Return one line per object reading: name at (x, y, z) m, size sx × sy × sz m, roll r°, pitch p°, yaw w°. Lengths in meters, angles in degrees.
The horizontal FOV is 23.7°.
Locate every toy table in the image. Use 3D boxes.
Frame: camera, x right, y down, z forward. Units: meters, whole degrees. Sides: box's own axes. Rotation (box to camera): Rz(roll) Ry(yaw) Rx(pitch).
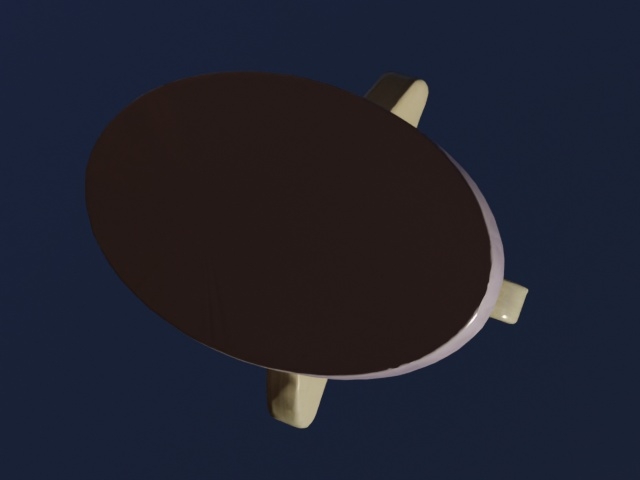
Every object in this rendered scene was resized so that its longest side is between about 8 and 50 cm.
toy table at (0.000, 0.000, 0.986) m, size 0.274 × 0.161 × 0.252 m, roll 31°, pitch -86°, yaw 22°
